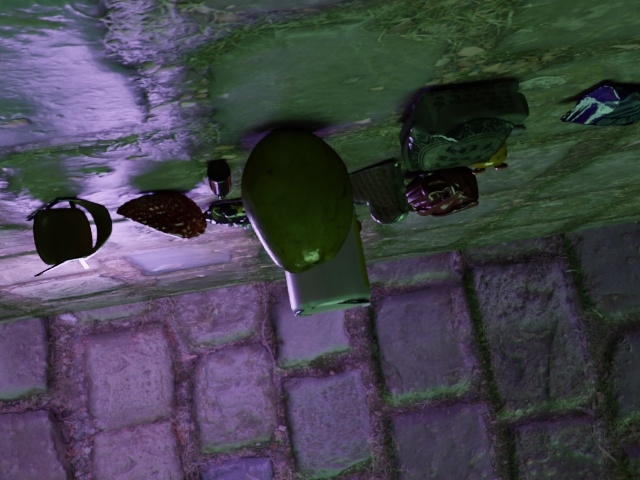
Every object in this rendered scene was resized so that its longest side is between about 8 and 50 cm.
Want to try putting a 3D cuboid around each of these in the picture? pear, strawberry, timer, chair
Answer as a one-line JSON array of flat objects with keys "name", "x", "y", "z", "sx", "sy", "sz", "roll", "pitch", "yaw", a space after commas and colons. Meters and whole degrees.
[{"name": "pear", "x": -0.048, "y": -0.089, "z": 1.569, "sx": 0.252, "sy": 0.307, "sz": 0.253, "roll": -18, "pitch": 167, "yaw": -4}, {"name": "strawberry", "x": -0.400, "y": -0.079, "z": 1.887, "sx": 0.175, "sy": 0.107, "sz": 0.236, "roll": 27, "pitch": -172, "yaw": 28}, {"name": "timer", "x": 0.433, "y": -0.237, "z": 1.860, "sx": 0.107, "sy": 0.109, "sz": 0.107, "roll": -14, "pitch": -161, "yaw": 5}, {"name": "chair", "x": -0.642, "y": -0.014, "z": 1.820, "sx": 0.172, "sy": 0.159, "sz": 0.247, "roll": -8, "pitch": 171, "yaw": -28}]

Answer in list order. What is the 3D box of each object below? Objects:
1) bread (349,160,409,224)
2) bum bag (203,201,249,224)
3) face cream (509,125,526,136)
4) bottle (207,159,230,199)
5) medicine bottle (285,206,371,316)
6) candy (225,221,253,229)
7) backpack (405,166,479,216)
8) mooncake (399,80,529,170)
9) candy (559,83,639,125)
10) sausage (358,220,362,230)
[{"name": "bread", "x": 0.166, "y": -0.146, "z": 1.958, "sx": 0.232, "sy": 0.173, "sz": 0.064, "roll": 37, "pitch": -160, "yaw": 34}, {"name": "bum bag", "x": -0.235, "y": -0.086, "z": 2.086, "sx": 0.232, "sy": 0.060, "sz": 0.107, "roll": -11, "pitch": 161, "yaw": -6}, {"name": "face cream", "x": 0.480, "y": -0.276, "z": 1.819, "sx": 0.083, "sy": 0.021, "sz": 0.040, "roll": -8, "pitch": 170, "yaw": -12}, {"name": "bottle", "x": -0.246, "y": -0.145, "z": 1.748, "sx": 0.060, "sy": 0.060, "sz": 0.164, "roll": -8, "pitch": 170, "yaw": -7}, {"name": "medicine bottle", "x": 0.000, "y": 0.000, "z": 1.872, "sx": 0.213, "sy": 0.379, "sz": 0.213, "roll": -10, "pitch": 170, "yaw": -2}, {"name": "candy", "x": -0.225, "y": -0.057, "z": 2.302, "sx": 0.094, "sy": 0.051, "sz": 0.226, "roll": -4, "pitch": 173, "yaw": 35}, {"name": "backpack", "x": 0.345, "y": -0.142, "z": 2.093, "sx": 0.229, "sy": 0.139, "sz": 0.229, "roll": -13, "pitch": 167, "yaw": -3}, {"name": "mooncake", "x": 0.301, "y": -0.237, "z": 1.554, "sx": 0.254, "sy": 0.136, "sz": 0.250, "roll": -8, "pitch": 166, "yaw": -10}, {"name": "candy", "x": 0.712, "y": -0.319, "z": 1.686, "sx": 0.275, "sy": 0.070, "sz": 0.145, "roll": -2, "pitch": 159, "yaw": -26}, {"name": "sausage", "x": 0.062, "y": -0.032, "z": 2.621, "sx": 0.197, "sy": 0.076, "sz": 0.076, "roll": -17, "pitch": 167, "yaw": 35}]
